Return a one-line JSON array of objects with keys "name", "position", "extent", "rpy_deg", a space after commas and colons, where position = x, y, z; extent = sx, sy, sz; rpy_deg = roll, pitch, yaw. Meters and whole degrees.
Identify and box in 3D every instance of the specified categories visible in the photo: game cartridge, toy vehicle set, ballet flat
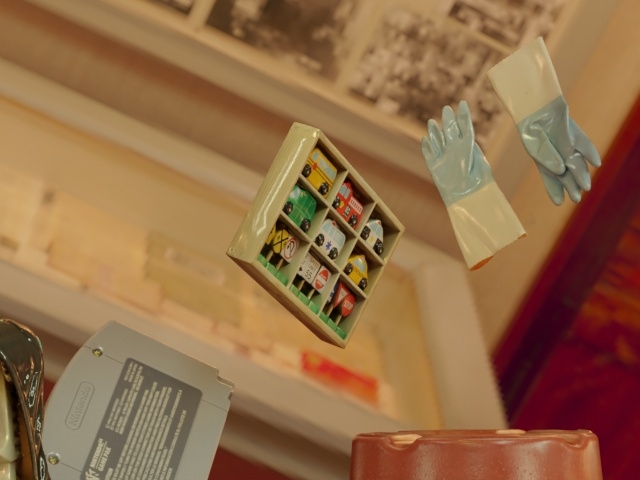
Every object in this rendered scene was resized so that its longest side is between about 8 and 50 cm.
[{"name": "game cartridge", "position": [-0.216, 0.224, 1.899], "extent": [0.198, 0.062, 0.297], "rpy_deg": [23, 39, -5]}, {"name": "toy vehicle set", "position": [0.000, 0.000, 1.917], "extent": [0.035, 0.166, 0.267], "rpy_deg": [19, -14, 31]}, {"name": "ballet flat", "position": [-0.307, 0.214, 1.614], "extent": [0.095, 0.280, 0.096], "rpy_deg": [-12, -9, 22]}]

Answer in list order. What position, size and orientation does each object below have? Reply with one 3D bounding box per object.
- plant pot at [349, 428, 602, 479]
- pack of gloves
[{"name": "plant pot", "position": [0.128, 0.287, 1.382], "extent": [0.272, 0.265, 0.272], "rpy_deg": [0, -4, 0]}, {"name": "pack of gloves", "position": [0.227, -0.098, 2.013], "extent": [0.046, 0.195, 0.232], "rpy_deg": [34, 29, -49]}]
